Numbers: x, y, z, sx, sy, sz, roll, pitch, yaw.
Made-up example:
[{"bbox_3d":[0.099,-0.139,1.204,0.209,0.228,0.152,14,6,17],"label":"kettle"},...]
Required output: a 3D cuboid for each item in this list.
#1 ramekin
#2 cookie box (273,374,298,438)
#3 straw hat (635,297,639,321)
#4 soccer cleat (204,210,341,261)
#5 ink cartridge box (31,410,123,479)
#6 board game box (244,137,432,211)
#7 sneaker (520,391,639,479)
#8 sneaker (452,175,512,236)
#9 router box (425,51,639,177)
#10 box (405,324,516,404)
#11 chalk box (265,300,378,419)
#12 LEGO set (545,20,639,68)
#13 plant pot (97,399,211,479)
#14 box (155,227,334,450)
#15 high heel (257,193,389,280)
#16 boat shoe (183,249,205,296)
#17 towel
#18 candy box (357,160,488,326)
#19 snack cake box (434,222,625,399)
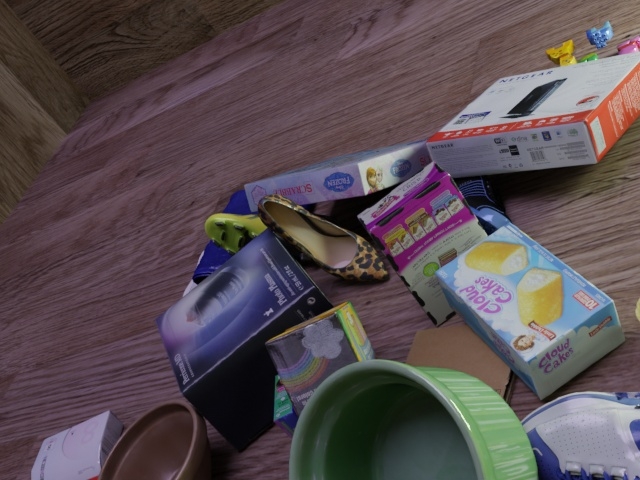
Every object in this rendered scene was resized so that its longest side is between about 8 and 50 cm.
[{"bbox_3d":[0.117,0.296,1.096,0.303,0.148,0.304,-4,84,43],"label":"ramekin"},{"bbox_3d":[-0.036,0.280,1.479,0.040,0.092,0.107,-31,29,17],"label":"cookie box"},{"bbox_3d":[0.496,0.097,1.186,0.144,0.061,0.144,-28,13,7],"label":"straw hat"},{"bbox_3d":[-0.097,-0.020,1.878,0.289,0.094,0.121,6,37,4],"label":"soccer cleat"},{"bbox_3d":[-0.500,0.466,1.766,0.189,0.066,0.232,-25,27,21],"label":"ink cartridge box"},{"bbox_3d":[0.064,-0.139,1.847,0.318,0.066,0.318,-6,11,44],"label":"board game box"},{"bbox_3d":[0.369,0.268,1.012,0.315,0.127,0.182,-19,32,27],"label":"sneaker"},{"bbox_3d":[0.296,-0.074,1.632,0.090,0.081,0.232,-45,29,-2],"label":"sneaker"},{"bbox_3d":[0.413,-0.231,1.655,0.335,0.082,0.301,-3,29,45],"label":"router box"},{"bbox_3d":[0.217,0.197,1.392,0.201,0.021,0.164,-13,37,38],"label":"box"},{"bbox_3d":[0.026,0.224,1.411,0.132,0.213,0.132,-25,-1,12],"label":"chalk box"},{"bbox_3d":[0.524,-0.358,1.784,0.227,0.087,0.093,-23,32,27],"label":"LEGO set"},{"bbox_3d":[-0.266,0.403,1.529,0.237,0.110,0.237,-30,32,21],"label":"plant pot"},{"bbox_3d":[-0.123,0.172,1.642,0.294,0.183,0.296,-40,28,-2],"label":"box"},{"bbox_3d":[0.000,0.000,1.681,0.261,0.186,0.093,30,89,26],"label":"high heel"},{"bbox_3d":[-0.254,0.082,2.039,0.063,0.066,0.184,-1,41,27],"label":"boat shoe"},{"bbox_3d":[-0.141,-0.006,2.023,0.227,0.076,0.308,-5,39,21],"label":"towel"},{"bbox_3d":[0.190,0.008,1.474,0.159,0.233,0.071,-35,29,2],"label":"candy box"},{"bbox_3d":[0.305,0.097,1.332,0.152,0.089,0.264,-33,34,-6],"label":"snack cake box"}]
